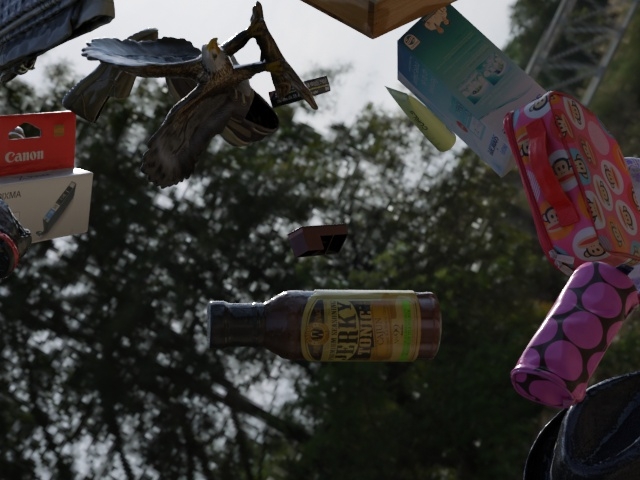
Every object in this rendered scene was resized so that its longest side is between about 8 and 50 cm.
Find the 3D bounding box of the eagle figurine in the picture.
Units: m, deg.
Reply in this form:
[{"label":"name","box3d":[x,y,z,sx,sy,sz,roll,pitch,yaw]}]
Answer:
[{"label":"eagle figurine","box3d":[-0.193,-0.246,1.510,0.298,0.226,0.225,-30,-41,-14]}]

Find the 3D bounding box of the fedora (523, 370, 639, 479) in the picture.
[{"label":"fedora","box3d":[0.467,0.314,1.515,0.334,0.334,0.153,-55,-38,-38]}]

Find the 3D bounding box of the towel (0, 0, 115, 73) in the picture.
[{"label":"towel","box3d":[-0.395,-0.391,1.289,0.056,0.312,0.324,4,-105,-54]}]

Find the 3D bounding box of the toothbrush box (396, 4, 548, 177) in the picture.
[{"label":"toothbrush box","box3d":[0.288,-0.281,1.850,0.126,0.295,0.216,-45,-9,-4]}]

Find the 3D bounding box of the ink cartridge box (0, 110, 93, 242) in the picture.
[{"label":"ink cartridge box","box3d":[-0.595,-0.126,2.028,0.296,0.066,0.261,-17,-61,-57]}]

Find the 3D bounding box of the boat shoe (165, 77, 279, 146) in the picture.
[{"label":"boat shoe","box3d":[-0.201,-0.319,2.099,0.355,0.130,0.132,34,-129,-58]}]

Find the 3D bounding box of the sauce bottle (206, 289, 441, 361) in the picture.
[{"label":"sauce bottle","box3d":[0.005,0.128,1.468,0.111,0.344,0.111,179,90,-81]}]

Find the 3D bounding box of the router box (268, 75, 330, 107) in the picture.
[{"label":"router box","box3d":[-0.044,-0.321,2.124,0.122,0.092,0.038,-33,-71,-62]}]

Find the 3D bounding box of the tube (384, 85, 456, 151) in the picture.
[{"label":"tube","box3d":[0.252,-0.309,2.469,0.240,0.070,0.062,39,-137,-40]}]

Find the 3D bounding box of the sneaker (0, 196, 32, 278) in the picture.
[{"label":"sneaker","box3d":[-0.622,-0.041,1.721,0.098,0.276,0.135,-61,-5,28]}]

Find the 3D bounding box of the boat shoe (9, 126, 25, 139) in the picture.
[{"label":"boat shoe","box3d":[-0.736,-0.190,2.289,0.178,0.064,0.060,-48,28,25]}]

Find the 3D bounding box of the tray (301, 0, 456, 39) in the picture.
[{"label":"tray","box3d":[0.168,-0.480,1.716,0.411,0.203,0.076,-29,-41,-32]}]

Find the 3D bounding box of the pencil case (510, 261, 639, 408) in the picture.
[{"label":"pencil case","box3d":[0.331,0.122,1.260,0.209,0.098,0.095,-51,-17,-26]}]

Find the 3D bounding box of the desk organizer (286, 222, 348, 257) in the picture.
[{"label":"desk organizer","box3d":[0.000,0.000,1.950,0.130,0.050,0.047,-5,-17,-46]}]

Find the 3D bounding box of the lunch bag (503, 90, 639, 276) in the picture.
[{"label":"lunch bag","box3d":[0.403,-0.087,1.567,0.120,0.293,0.258,-26,-21,32]}]

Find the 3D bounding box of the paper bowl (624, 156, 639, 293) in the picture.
[{"label":"paper bowl","box3d":[0.632,-0.020,1.971,0.148,0.284,0.284,3,-64,-48]}]

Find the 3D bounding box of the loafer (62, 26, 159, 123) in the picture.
[{"label":"loafer","box3d":[-0.404,-0.330,1.980,0.251,0.087,0.094,-39,10,17]}]

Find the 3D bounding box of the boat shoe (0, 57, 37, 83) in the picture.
[{"label":"boat shoe","box3d":[-0.657,-0.404,2.176,0.077,0.070,0.219,-24,6,-41]}]
